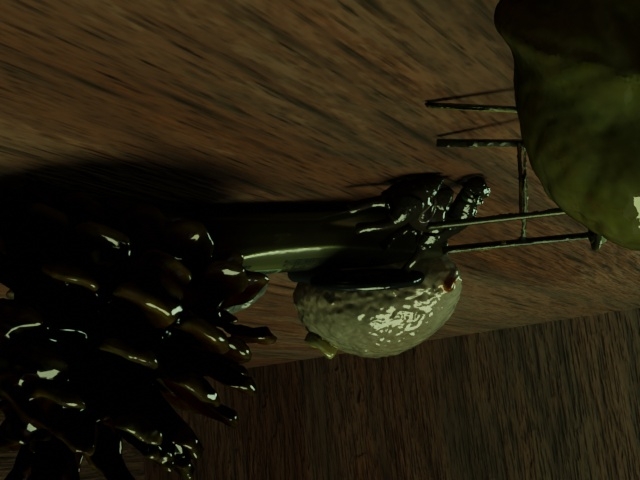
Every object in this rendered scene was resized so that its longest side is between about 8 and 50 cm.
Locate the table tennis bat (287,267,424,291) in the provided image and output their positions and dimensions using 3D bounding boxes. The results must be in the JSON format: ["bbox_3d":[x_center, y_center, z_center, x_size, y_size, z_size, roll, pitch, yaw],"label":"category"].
[{"bbox_3d":[0.037,0.052,1.461,0.150,0.027,0.236,-6,-174,-39],"label":"table tennis bat"}]

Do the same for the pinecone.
[{"bbox_3d":[-0.256,0.133,1.239,0.397,0.398,0.398,-6,168,-1],"label":"pinecone"}]

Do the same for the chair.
[{"bbox_3d":[0.270,-0.075,1.052,0.325,0.170,0.160,-2,167,11],"label":"chair"}]

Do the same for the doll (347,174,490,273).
[{"bbox_3d":[0.134,-0.036,1.350,0.165,0.057,0.139,-34,136,10],"label":"doll"}]

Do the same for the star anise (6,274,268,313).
[{"bbox_3d":[-0.247,0.094,1.635,0.359,0.139,0.316,-10,161,17],"label":"star anise"}]

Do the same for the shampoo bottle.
[{"bbox_3d":[0.000,0.000,1.435,0.350,0.084,0.125,-3,172,-18],"label":"shampoo bottle"}]

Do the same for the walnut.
[{"bbox_3d":[0.239,-0.110,0.684,0.282,0.227,0.283,20,-160,-8],"label":"walnut"}]

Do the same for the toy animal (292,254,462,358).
[{"bbox_3d":[0.082,0.085,1.633,0.226,0.188,0.358,-7,172,-28],"label":"toy animal"}]
